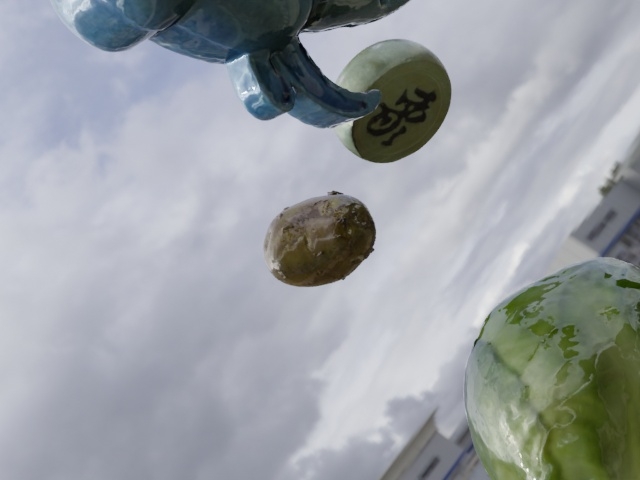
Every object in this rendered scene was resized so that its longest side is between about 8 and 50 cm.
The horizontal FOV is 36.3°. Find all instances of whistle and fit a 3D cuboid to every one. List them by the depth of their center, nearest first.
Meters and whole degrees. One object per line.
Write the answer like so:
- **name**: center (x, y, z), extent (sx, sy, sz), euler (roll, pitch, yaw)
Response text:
- **whistle**: center (-0.035, -0.147, 0.528), extent (0.093, 0.180, 0.269), euler (-20, -3, 39)

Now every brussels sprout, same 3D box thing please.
- **brussels sprout**: center (0.232, 0.149, 0.810), extent (0.210, 0.271, 0.219), euler (-15, -29, 16)

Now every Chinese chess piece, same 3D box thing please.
- **Chinese chess piece**: center (0.080, -0.155, 1.098), extent (0.144, 0.058, 0.144), euler (-21, -43, -20)

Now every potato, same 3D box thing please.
- **potato**: center (0.000, 0.000, 1.486), extent (0.175, 0.137, 0.137), euler (-15, -15, 8)
